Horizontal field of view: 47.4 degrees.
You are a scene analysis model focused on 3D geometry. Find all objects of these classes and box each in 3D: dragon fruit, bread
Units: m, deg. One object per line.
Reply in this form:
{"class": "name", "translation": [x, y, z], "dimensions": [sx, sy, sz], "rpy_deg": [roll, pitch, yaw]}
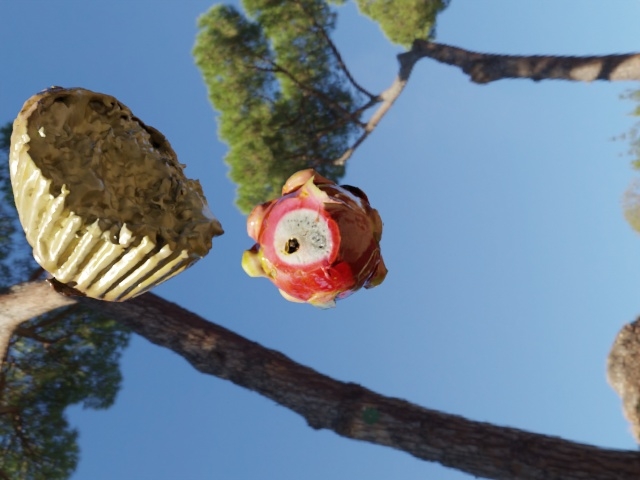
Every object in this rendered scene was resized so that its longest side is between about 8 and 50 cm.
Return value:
{"class": "dragon fruit", "translation": [-0.002, 0.002, 1.169], "dimensions": [0.227, 0.224, 0.224], "rpy_deg": [42, -128, -71]}
{"class": "bread", "translation": [-0.256, -0.057, 0.880], "dimensions": [0.274, 0.149, 0.274], "rpy_deg": [41, -159, -19]}
